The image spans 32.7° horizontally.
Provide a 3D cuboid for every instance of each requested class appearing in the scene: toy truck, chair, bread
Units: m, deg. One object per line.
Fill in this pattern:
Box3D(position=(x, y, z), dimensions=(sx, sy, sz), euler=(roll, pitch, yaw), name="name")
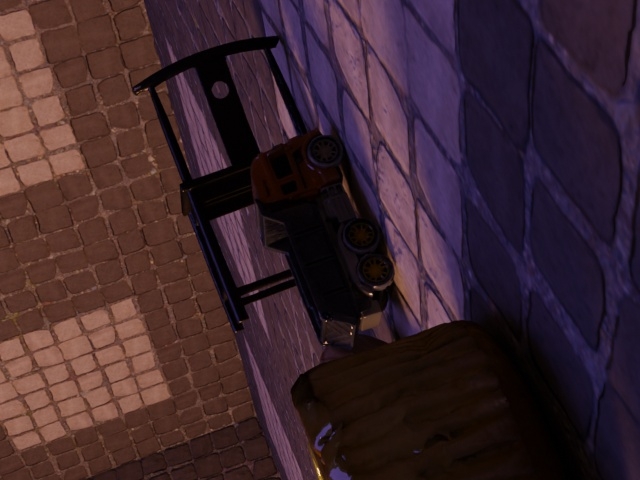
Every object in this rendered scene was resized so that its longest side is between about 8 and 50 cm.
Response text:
Box3D(position=(0.000, 0.000, 0.976), dimensions=(0.083, 0.092, 0.192), euler=(92, 158, -68), name="toy truck")
Box3D(position=(-0.073, -0.054, 1.109), dimensions=(0.141, 0.155, 0.260), euler=(124, 125, -78), name="chair")
Box3D(position=(0.083, 0.182, 0.697), dimensions=(0.227, 0.143, 0.253), euler=(94, 154, -71), name="bread")

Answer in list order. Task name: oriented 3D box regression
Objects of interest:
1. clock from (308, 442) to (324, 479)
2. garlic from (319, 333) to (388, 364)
Box3D(position=(0.060, 0.307, 1.235), dimensions=(0.143, 0.096, 0.202), euler=(-123, 16, -48), name="clock")
Box3D(position=(0.057, 0.169, 0.995), dimensions=(0.124, 0.099, 0.174), euler=(-36, -74, -84), name="garlic")
